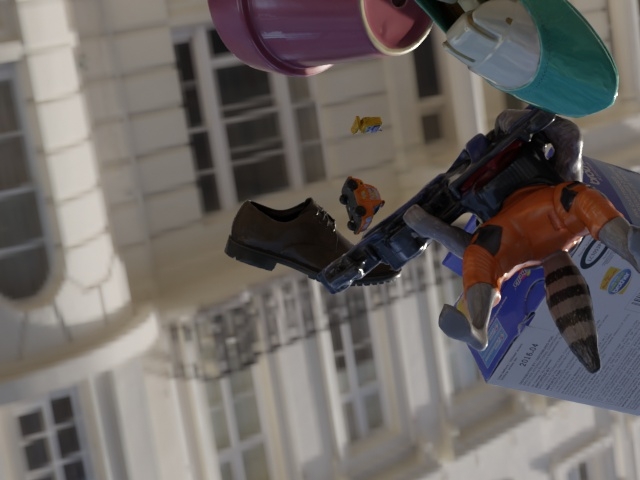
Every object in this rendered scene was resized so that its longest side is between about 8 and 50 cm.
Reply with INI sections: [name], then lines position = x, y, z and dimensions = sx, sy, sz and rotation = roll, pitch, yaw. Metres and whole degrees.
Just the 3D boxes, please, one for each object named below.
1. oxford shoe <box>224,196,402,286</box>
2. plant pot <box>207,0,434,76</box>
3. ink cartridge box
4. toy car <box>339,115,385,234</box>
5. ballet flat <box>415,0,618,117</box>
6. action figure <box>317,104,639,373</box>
[oxford shoe]
position = 0.000, 0.000, 1.754
dimensions = 0.227, 0.096, 0.083
rotation = 14, -167, -9
[plant pot]
position = 0.015, -0.261, 1.408
dimensions = 0.180, 0.201, 0.201
rotation = 15, -156, 42
[ink cartridge box]
position = 0.348, 0.057, 1.688
dimensions = 0.395, 0.270, 0.151
rotation = 13, -148, -27
[toy car]
position = 0.051, -0.065, 1.395
dimensions = 0.041, 0.122, 0.060
rotation = -7, -135, -20
[ballet flat]
position = 0.099, -0.169, 0.961
dimensions = 0.087, 0.247, 0.083
rotation = -28, 163, -43
[action figure]
position = 0.173, 0.009, 1.389
dimensions = 0.341, 0.178, 0.330
rotation = -37, -160, 16
